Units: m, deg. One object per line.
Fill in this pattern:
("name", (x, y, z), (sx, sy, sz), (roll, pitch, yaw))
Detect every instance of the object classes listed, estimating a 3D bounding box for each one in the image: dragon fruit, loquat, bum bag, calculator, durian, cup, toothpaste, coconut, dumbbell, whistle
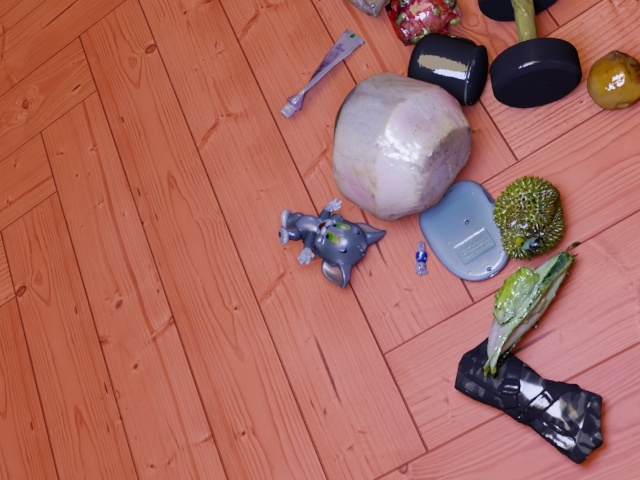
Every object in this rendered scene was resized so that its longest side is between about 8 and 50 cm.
("dragon fruit", (0.264, -0.577, 2.006), (0.172, 0.166, 0.160), (-22, 69, 17))
("loquat", (0.663, -0.359, 1.774), (0.137, 0.113, 0.137), (-30, 50, 42))
("bum bag", (0.441, 0.326, 1.670), (0.340, 0.095, 0.144), (29, 91, 33))
("calculator", (0.333, -0.039, 1.869), (0.185, 0.041, 0.299), (-33, 61, 14))
("durian", (0.438, 0.127, 1.705), (0.106, 0.132, 0.375), (27, 74, 36))
("cup", (0.324, -0.431, 1.943), (0.176, 0.169, 0.223), (14, 53, 25))
("durian", (0.457, -0.044, 1.744), (0.146, 0.159, 0.198), (2, 78, 41))
("toothpaste", (-0.002, -0.455, 2.169), (0.301, 0.048, 0.075), (-49, 32, -2))
("coconut", (0.167, -0.220, 1.847), (0.352, 0.352, 0.353), (-8, 70, 24))
("dumbbell", (0.482, -0.494, 1.848), (0.203, 0.204, 0.323), (-13, 69, 23))
("whistle", (0.244, 0.043, 1.897), (0.033, 0.029, 0.083), (4, 78, -10))

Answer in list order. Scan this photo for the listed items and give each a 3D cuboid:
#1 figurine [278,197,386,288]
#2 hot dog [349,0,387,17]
("figurine", (-0.001, 0.002, 1.973), (0.265, 0.140, 0.193), (7, 54, 41))
("hot dog", (0.147, -0.845, 2.142), (0.365, 0.196, 0.367), (-46, 62, 3))
